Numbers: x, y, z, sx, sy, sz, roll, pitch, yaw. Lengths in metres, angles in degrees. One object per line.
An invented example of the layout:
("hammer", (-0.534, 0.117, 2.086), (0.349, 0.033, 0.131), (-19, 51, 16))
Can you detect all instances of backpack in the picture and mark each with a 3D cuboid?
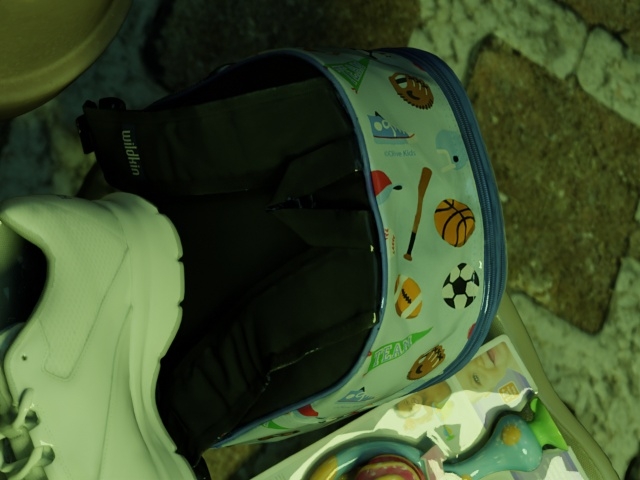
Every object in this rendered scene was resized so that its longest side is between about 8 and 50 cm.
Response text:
("backpack", (0.000, 0.000, 1.079), (0.213, 0.263, 0.276), (-12, 84, -32))

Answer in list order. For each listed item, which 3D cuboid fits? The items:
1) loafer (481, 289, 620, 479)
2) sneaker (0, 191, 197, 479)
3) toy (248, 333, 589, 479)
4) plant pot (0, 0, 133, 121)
("loafer", (0.129, 0.145, 1.223), (0.092, 0.102, 0.268), (-27, 84, -30))
("sneaker", (-0.148, 0.111, 0.984), (0.129, 0.111, 0.297), (11, 64, -47))
("toy", (0.059, 0.180, 1.137), (0.237, 0.056, 0.137), (-30, 95, -5))
("plant pot", (-0.199, -0.219, 1.034), (0.263, 0.229, 0.263), (7, 76, -30))
